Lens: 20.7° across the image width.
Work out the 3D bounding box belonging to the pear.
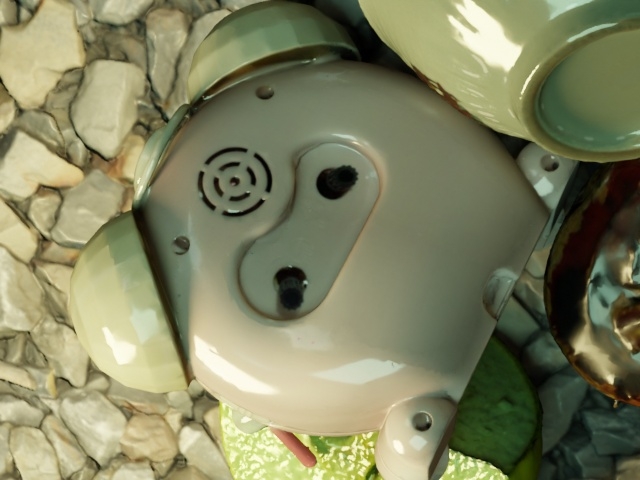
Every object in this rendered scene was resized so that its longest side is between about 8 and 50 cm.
[{"bbox_3d":[0.058,0.199,1.540,0.292,0.159,0.292,12,119,22],"label":"pear"}]

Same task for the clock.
[{"bbox_3d":[0.000,0.000,1.380,0.326,0.342,0.184,25,159,11],"label":"clock"}]

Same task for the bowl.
[{"bbox_3d":[0.194,-0.157,1.203,0.337,0.157,0.337,-5,144,-3],"label":"bowl"}]

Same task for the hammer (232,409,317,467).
[{"bbox_3d":[-0.033,0.158,1.451,0.083,0.031,0.052,47,132,-11],"label":"hammer"}]

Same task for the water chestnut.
[{"bbox_3d":[0.277,0.025,1.321,0.224,0.238,0.223,5,106,19],"label":"water chestnut"}]
